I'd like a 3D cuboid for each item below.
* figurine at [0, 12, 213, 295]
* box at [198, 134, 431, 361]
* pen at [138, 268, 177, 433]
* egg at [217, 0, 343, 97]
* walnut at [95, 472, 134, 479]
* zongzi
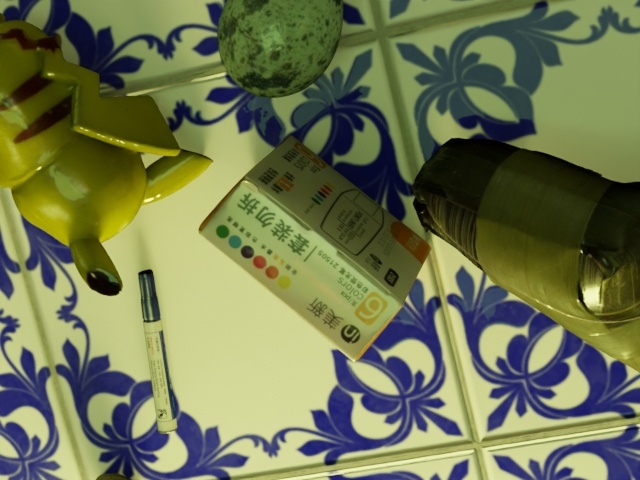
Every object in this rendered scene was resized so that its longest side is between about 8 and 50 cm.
[{"bbox_3d":[-0.292,-0.114,1.903,0.326,0.218,0.169,52,149,-11],"label":"figurine"},{"bbox_3d":[0.000,0.000,1.810,0.221,0.274,0.091,39,106,-2],"label":"box"},{"bbox_3d":[-0.197,0.135,2.016,0.025,0.025,0.204,-3,103,13],"label":"pen"},{"bbox_3d":[-0.040,-0.239,1.826,0.132,0.132,0.172,27,96,4],"label":"egg"},{"bbox_3d":[-0.251,0.330,2.050,0.092,0.092,0.092,3,105,12],"label":"walnut"},{"bbox_3d":[0.260,0.037,1.851,0.289,0.154,0.317,24,151,33],"label":"zongzi"}]
